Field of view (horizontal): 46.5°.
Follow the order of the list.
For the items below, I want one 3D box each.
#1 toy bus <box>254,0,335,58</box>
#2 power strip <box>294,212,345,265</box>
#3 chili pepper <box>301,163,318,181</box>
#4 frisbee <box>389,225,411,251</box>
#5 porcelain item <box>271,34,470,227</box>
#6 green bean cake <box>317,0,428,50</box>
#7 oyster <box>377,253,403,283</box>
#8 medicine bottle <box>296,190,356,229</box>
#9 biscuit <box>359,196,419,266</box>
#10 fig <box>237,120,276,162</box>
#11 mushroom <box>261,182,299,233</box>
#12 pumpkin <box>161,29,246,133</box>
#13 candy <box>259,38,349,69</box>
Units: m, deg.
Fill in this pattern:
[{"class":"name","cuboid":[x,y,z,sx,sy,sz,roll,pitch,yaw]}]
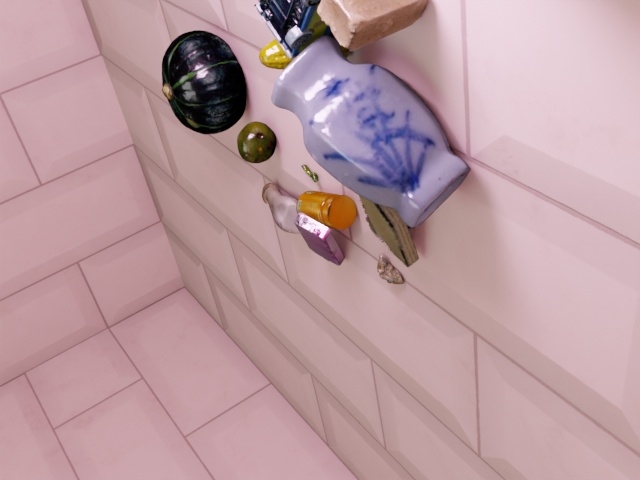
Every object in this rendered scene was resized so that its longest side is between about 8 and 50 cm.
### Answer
[{"class":"toy bus","cuboid":[-0.001,-0.514,1.448,0.152,0.190,0.312,58,158,8]},{"class":"power strip","cuboid":[0.000,0.000,2.133,0.109,0.037,0.279,29,169,19]},{"class":"chili pepper","cuboid":[-0.027,-0.189,2.134,0.083,0.022,0.027,49,157,38]},{"class":"frisbee","cuboid":[0.175,-0.040,1.890,0.211,0.012,0.187,39,151,42]},{"class":"porcelain item","cuboid":[0.102,-0.221,1.524,0.405,0.242,0.178,45,176,10]},{"class":"green bean cake","cuboid":[0.096,-0.430,1.355,0.109,0.179,0.085,55,157,14]},{"class":"oyster","cuboid":[0.182,0.084,1.988,0.083,0.038,0.080,29,140,55]},{"class":"medicine bottle","cuboid":[0.013,-0.086,2.071,0.192,0.096,0.096,14,130,62]},{"class":"biscuit","cuboid":[0.154,-0.053,1.756,0.150,0.052,0.252,47,172,38]},{"class":"fig","cuboid":[-0.200,-0.306,2.252,0.156,0.123,0.123,-128,20,-53]},{"class":"mushroom","cuboid":[-0.112,-0.101,2.355,0.225,0.093,0.116,-134,40,-54]},{"class":"pumpkin","cuboid":[-0.363,-0.469,2.244,0.315,0.239,0.315,49,153,36]},{"class":"candy","cuboid":[-0.041,-0.426,1.644,0.106,0.199,0.094,52,153,43]}]
